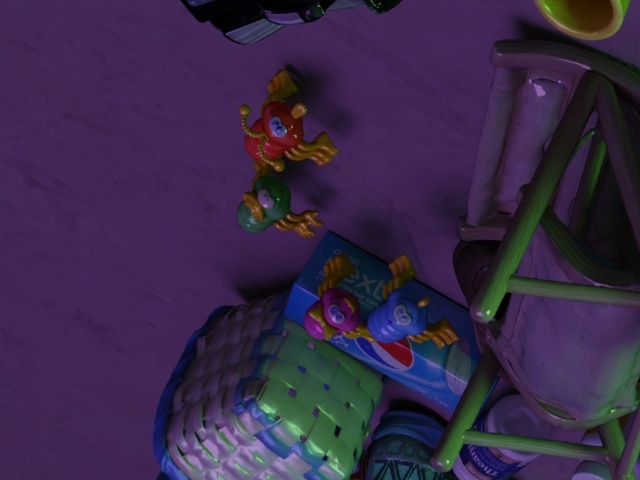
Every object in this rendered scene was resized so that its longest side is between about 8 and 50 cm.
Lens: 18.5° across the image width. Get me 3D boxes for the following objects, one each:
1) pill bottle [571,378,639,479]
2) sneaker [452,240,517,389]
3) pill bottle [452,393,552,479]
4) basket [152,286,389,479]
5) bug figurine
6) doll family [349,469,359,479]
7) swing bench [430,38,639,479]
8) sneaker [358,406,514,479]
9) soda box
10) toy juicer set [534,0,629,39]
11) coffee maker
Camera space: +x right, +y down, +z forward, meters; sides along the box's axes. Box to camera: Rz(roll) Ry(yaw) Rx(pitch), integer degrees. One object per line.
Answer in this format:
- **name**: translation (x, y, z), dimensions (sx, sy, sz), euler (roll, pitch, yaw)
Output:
- **pill bottle**: translation (0.270, 0.179, 1.758), dimensions (0.065, 0.116, 0.065), euler (24, 147, 16)
- **sneaker**: translation (0.170, 0.080, 1.737), dimensions (0.188, 0.066, 0.071), euler (58, 180, -32)
- **pill bottle**: translation (0.173, 0.200, 1.923), dimensions (0.067, 0.067, 0.120), euler (35, 149, -3)
- **basket**: translation (-0.074, 0.191, 1.958), dimensions (0.201, 0.255, 0.289), euler (43, 136, -19)
- **bug figurine**: translation (0.000, 0.000, 1.713), dimensions (0.279, 0.072, 0.216), euler (56, 157, 6)
- **doll family**: translation (0.073, 0.317, 2.161), dimensions (0.163, 0.118, 0.263), euler (14, 163, 18)
- **swing bench**: translation (0.189, 0.023, 1.518), dimensions (0.165, 0.254, 0.253), euler (7, 147, 2)
- **sneaker**: translation (0.142, 0.294, 2.024), dimensions (0.262, 0.125, 0.104), euler (37, 149, -6)
- **soda box**: translation (0.075, 0.082, 1.845), dimensions (0.210, 0.071, 0.067), euler (29, 149, 7)
- **toy juicer set**: translation (0.172, -0.268, 1.257), dimensions (0.209, 0.089, 0.329), euler (-1, 135, 43)
- **coffee maker**: translation (-0.031, -0.241, 1.478), dimensions (0.178, 0.120, 0.171), euler (-8, 107, 46)
